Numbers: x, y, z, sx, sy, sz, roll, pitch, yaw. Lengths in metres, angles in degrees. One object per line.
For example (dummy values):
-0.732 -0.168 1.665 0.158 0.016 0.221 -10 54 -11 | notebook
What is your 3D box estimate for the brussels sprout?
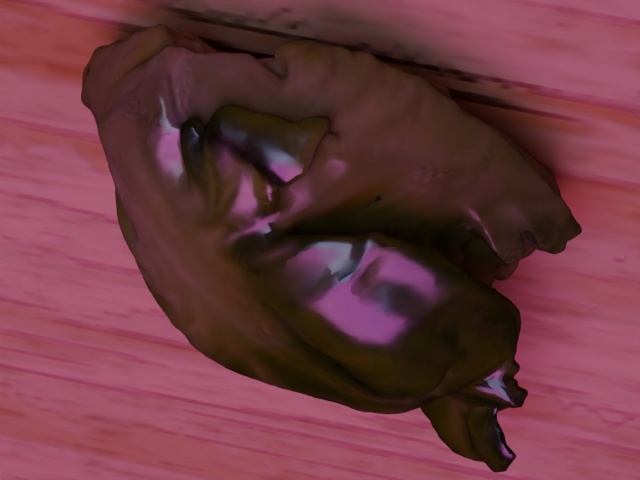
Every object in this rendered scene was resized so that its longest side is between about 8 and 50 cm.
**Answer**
-0.002 0.002 0.626 0.181 0.100 0.139 26 149 -21 | brussels sprout
